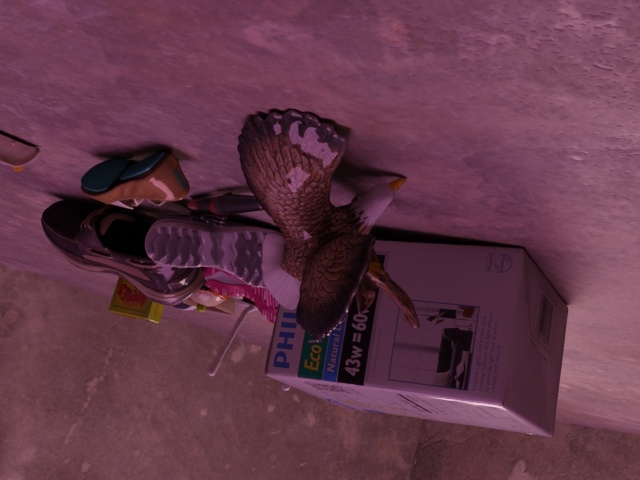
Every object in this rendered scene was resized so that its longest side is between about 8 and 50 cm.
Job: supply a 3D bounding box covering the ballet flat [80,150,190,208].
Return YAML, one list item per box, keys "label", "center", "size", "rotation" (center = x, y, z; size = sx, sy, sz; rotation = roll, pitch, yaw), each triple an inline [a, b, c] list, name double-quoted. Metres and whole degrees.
- label: "ballet flat"
  center: [-0.264, -0.075, 1.364]
  size: [0.232, 0.080, 0.073]
  rotation: [0, 134, 52]

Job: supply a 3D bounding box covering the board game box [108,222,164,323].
- label: "board game box"
  center: [-0.327, 0.058, 1.828]
  size: [0.092, 0.181, 0.043]
  rotation: [9, 167, 26]

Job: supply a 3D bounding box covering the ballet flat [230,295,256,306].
- label: "ballet flat"
  center: [-0.122, 0.096, 1.796]
  size: [0.168, 0.057, 0.052]
  rotation: [19, -178, 14]

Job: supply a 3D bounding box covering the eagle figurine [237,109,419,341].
- label: "eagle figurine"
  center: [0.006, -0.009, 1.129]
  size: [0.226, 0.225, 0.298]
  rotation: [21, -178, 22]

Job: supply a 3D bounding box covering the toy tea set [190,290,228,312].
- label: "toy tea set"
  center: [-0.139, 0.100, 1.929]
  size: [0.200, 0.124, 0.336]
  rotation: [22, 166, -29]

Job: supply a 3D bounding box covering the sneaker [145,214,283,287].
- label: "sneaker"
  center: [-0.150, -0.002, 1.626]
  size: [0.281, 0.105, 0.115]
  rotation: [14, -158, -13]

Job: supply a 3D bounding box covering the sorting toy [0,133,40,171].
- label: "sorting toy"
  center: [-0.481, -0.141, 1.472]
  size: [0.083, 0.044, 0.075]
  rotation: [23, -175, -35]

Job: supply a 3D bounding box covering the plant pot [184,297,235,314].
- label: "plant pot"
  center: [-0.248, 0.099, 2.125]
  size: [0.109, 0.096, 0.109]
  rotation: [8, 166, 34]

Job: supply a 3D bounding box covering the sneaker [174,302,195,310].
- label: "sneaker"
  center: [-0.343, 0.114, 2.299]
  size: [0.163, 0.086, 0.226]
  rotation: [11, 164, -39]

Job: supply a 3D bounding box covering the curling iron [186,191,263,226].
- label: "curling iron"
  center: [-0.133, -0.052, 1.443]
  size: [0.068, 0.035, 0.274]
  rotation: [16, 170, -25]

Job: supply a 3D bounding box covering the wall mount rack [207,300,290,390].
- label: "wall mount rack"
  center: [-0.061, 0.191, 2.010]
  size: [0.350, 0.130, 0.304]
  rotation: [2, -167, 39]

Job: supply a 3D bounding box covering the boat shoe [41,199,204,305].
- label: "boat shoe"
  center: [-0.362, -0.011, 1.746]
  size: [0.356, 0.132, 0.130]
  rotation: [21, 141, 23]

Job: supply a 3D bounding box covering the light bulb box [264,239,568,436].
- label: "light bulb box"
  center: [0.163, 0.154, 1.500]
  size: [0.361, 0.225, 0.358]
  rotation: [4, 164, 25]

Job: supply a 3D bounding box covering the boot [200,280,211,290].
- label: "boot"
  center: [-0.218, 0.046, 1.837]
  size: [0.045, 0.099, 0.121]
  rotation: [23, 166, -28]

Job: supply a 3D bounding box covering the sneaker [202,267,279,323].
- label: "sneaker"
  center: [-0.088, 0.065, 1.726]
  size: [0.252, 0.111, 0.103]
  rotation: [27, 134, 20]
